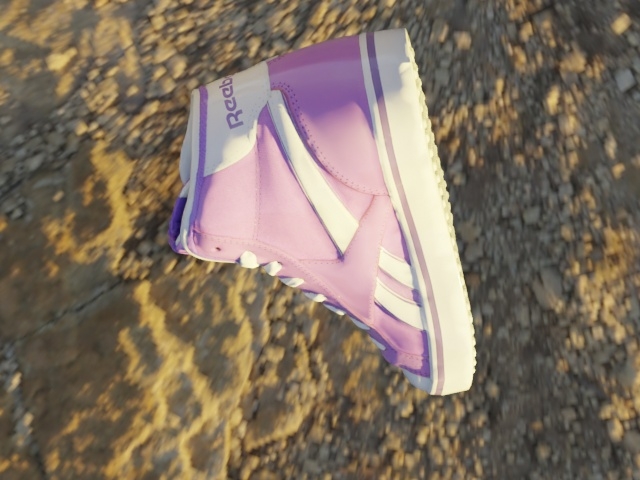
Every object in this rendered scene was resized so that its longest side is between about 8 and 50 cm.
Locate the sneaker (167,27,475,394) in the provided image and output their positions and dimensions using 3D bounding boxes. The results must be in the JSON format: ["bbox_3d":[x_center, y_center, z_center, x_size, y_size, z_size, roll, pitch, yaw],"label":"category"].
[{"bbox_3d":[0.000,-0.001,0.916,0.161,0.102,0.282,-14,134,6],"label":"sneaker"}]
